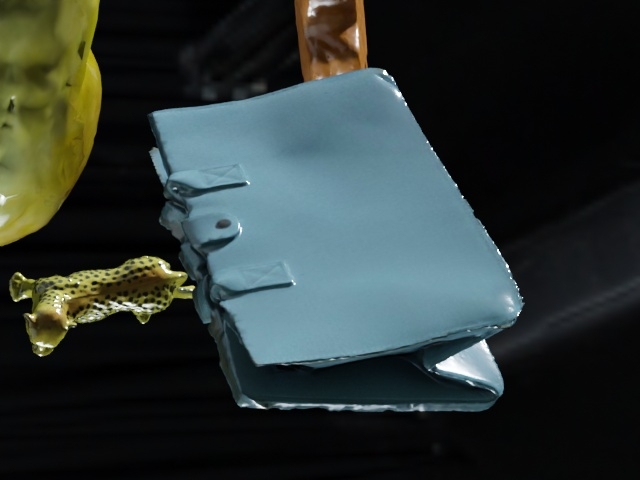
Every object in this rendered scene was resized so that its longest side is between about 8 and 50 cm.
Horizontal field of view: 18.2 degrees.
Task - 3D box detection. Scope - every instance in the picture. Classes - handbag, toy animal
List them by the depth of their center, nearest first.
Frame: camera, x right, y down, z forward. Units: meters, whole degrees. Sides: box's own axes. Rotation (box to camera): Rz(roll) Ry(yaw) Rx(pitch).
[{"bbox_3d":[0.000,0.000,0.993,0.221,0.144,0.057,-115,-155,-48],"label":"handbag"},{"bbox_3d":[-0.179,0.051,1.731,0.136,0.181,0.073,171,-90,-71],"label":"toy animal"}]

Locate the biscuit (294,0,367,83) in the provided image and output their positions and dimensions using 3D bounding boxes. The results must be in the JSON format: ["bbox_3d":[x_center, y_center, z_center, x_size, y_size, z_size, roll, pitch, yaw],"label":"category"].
[{"bbox_3d":[0.004,-0.195,1.294,0.284,0.043,0.306,82,5,-46],"label":"biscuit"}]

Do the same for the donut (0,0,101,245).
[{"bbox_3d":[-0.148,-0.099,0.514,0.261,0.128,0.208,5,-86,59],"label":"donut"}]
